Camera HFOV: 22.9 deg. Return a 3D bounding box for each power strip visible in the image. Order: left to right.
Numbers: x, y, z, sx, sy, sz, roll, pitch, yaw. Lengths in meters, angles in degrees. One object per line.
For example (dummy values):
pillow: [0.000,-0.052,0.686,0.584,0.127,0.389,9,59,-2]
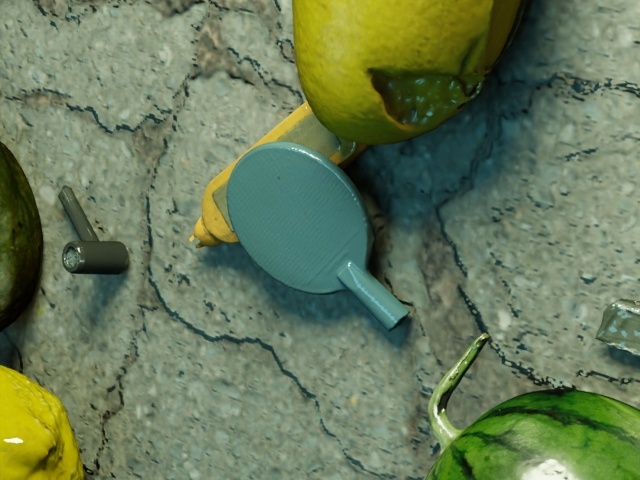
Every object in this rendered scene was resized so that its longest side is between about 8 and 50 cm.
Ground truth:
power strip: [-0.032,-0.043,1.093,0.178,0.028,0.049,-37,77,33]

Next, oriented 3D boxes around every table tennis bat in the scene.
table tennis bat: [0.000,0.000,1.062,0.155,0.019,0.100,45,124,4]

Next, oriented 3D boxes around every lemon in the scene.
lemon: [-0.290,0.195,1.212,0.260,0.204,0.204,-35,78,33]

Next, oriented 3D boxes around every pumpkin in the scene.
pumpkin: [-0.353,0.011,1.262,0.280,0.139,0.190,-25,83,37]

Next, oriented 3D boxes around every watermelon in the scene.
watermelon: [0.134,0.172,0.914,0.215,0.188,0.188,40,119,8]

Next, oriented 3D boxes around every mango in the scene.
mango: [0.054,-0.178,0.951,0.167,0.130,0.262,23,115,33]

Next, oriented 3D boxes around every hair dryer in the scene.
hair dryer: [-0.181,-0.010,1.199,0.026,0.047,0.083,-47,57,31]

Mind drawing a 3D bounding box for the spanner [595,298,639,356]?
spanner: [0.304,0.090,0.887,0.325,0.026,0.093,17,109,33]
